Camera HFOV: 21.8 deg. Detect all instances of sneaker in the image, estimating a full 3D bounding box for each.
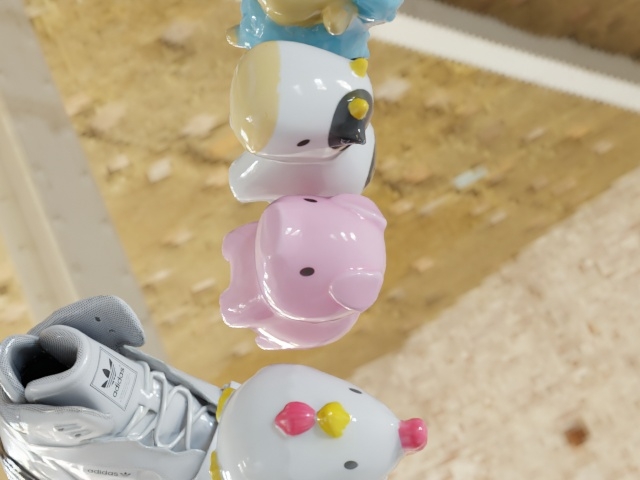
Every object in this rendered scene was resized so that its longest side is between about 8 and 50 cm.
[{"bbox_3d":[-0.129,0.163,1.440,0.366,0.137,0.210,7,-33,14],"label":"sneaker"}]

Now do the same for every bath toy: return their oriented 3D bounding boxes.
[{"bbox_3d":[0.000,0.000,1.020,0.129,0.348,0.151,-10,-23,24],"label":"bath toy"}]
